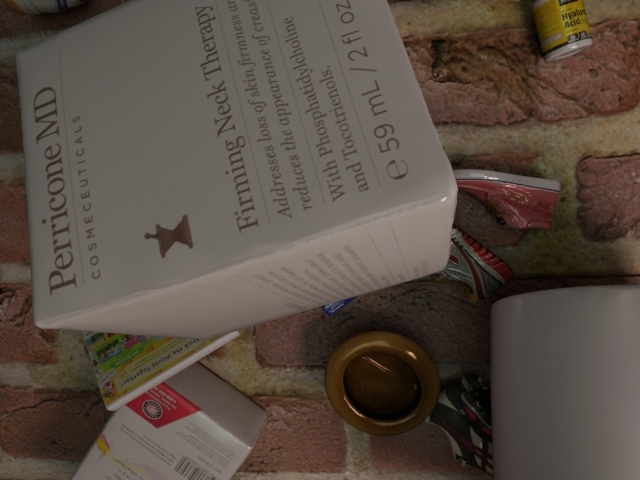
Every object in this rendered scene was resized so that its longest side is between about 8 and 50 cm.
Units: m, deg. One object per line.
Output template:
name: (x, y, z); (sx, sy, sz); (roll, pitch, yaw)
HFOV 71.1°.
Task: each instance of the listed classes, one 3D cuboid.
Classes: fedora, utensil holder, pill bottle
fedora: (0.101, 0.229, 0.755); (0.195, 0.079, 0.194); (0, 102, 2)
utensil holder: (0.379, 0.270, 0.547); (0.328, 0.327, 0.384); (3, 73, 6)
pill bottle: (0.350, -0.330, 0.657); (0.065, 0.065, 0.116); (-17, 95, 9)

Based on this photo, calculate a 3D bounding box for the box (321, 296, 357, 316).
box: (0.000, 0.000, 0.757); (0.137, 0.036, 0.225); (-37, 91, 10)

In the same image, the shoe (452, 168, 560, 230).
shoe: (0.279, -0.062, 0.702); (0.178, 0.063, 0.081); (8, 93, 1)

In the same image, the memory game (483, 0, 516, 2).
memory game: (0.263, -0.433, 0.625); (0.186, 0.012, 0.186); (23, 133, 27)

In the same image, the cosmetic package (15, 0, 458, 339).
cosmetic package: (-0.077, -0.085, 0.563); (0.394, 0.327, 0.328); (-18, 73, 9)

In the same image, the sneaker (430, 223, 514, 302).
sneaker: (0.193, 0.017, 0.712); (0.225, 0.088, 0.092); (37, 101, 1)

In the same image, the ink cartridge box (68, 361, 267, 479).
ink cartridge box: (-0.274, 0.381, 0.794); (0.226, 0.131, 0.306); (36, 101, 1)

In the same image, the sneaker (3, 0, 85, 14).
sneaker: (-0.455, -0.518, 0.722); (0.131, 0.112, 0.295); (-7, 99, -10)

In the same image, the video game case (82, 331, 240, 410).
video game case: (-0.275, 0.127, 0.738); (0.227, 0.026, 0.206); (-30, 63, -6)

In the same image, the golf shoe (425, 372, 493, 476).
golf shoe: (0.296, 0.347, 0.752); (0.120, 0.105, 0.272); (-41, 90, 31)
